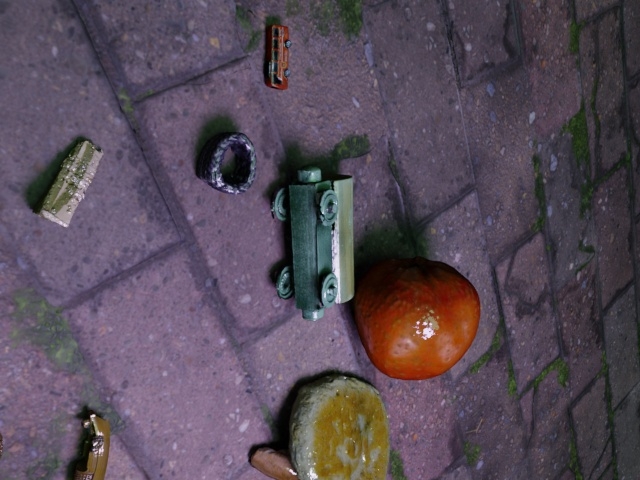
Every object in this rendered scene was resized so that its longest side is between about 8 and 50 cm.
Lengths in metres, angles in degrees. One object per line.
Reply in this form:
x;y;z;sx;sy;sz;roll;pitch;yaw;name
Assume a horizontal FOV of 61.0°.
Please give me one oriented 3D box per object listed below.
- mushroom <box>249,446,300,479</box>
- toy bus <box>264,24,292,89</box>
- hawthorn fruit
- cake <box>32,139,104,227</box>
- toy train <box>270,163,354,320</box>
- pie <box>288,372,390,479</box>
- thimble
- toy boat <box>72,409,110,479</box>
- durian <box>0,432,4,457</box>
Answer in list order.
-0.049;0.484;1.164;0.209;0.094;0.072;14;89;-42;mushroom
-0.078;-0.330;0.982;0.043;0.031;0.110;-5;102;-33;toy bus
0.201;0.170;1.171;0.275;0.275;0.300;-26;133;-29;hawthorn fruit
-0.380;-0.086;0.823;0.051;0.055;0.140;35;62;-35;cake
-0.006;-0.001;1.078;0.189;0.126;0.308;-33;124;-63;toy train
0.053;0.444;1.183;0.323;0.070;0.323;24;56;-42;pie
-0.158;-0.134;0.948;0.095;0.066;0.104;39;77;-33;thimble
-0.384;0.357;0.909;0.048;0.047;0.149;5;99;-37;toy boat
-0.509;0.306;0.796;0.080;0.080;0.091;21;48;-38;durian
